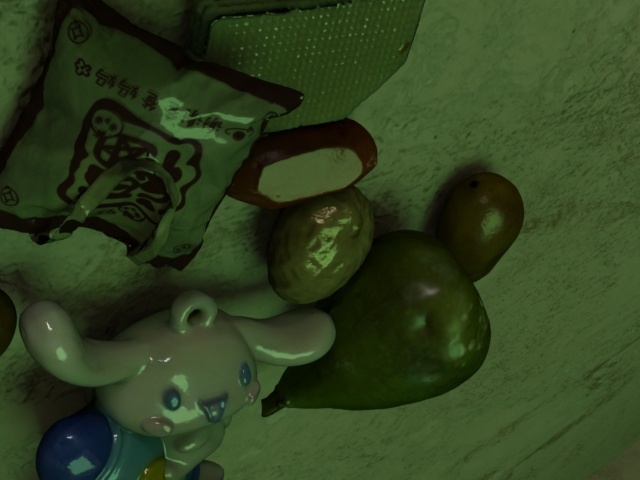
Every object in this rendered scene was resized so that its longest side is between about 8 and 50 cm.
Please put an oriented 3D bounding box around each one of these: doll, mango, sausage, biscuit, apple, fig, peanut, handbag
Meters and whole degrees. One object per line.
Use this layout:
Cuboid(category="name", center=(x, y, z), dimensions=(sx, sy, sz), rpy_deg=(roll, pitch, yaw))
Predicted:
Cuboid(category="doll", center=(-0.184, 0.218, 0.972), dimensions=(0.376, 0.187, 0.365), rpy_deg=(13, 113, -26))
Cuboid(category="mango", center=(0.225, -0.007, 1.237), dimensions=(0.136, 0.099, 0.227), rpy_deg=(-36, 155, -19))
Cuboid(category="sausage", center=(-0.023, -0.083, 0.918), dimensions=(0.179, 0.089, 0.089), rpy_deg=(-18, 140, -16))
Cuboid(category="biscuit", center=(-0.018, -0.180, 0.843), dimensions=(0.252, 0.052, 0.150), rpy_deg=(-16, 142, -30))
Cuboid(category="apple", center=(-0.328, 0.075, 0.794), dimensions=(0.089, 0.090, 0.074), rpy_deg=(89, 14, -48))
Cuboid(category="fig", center=(0.063, 0.106, 1.126), dimensions=(0.314, 0.233, 0.233), rpy_deg=(-7, 151, 19))
Cuboid(category="peanut", center=(0.000, 0.000, 1.005), dimensions=(0.140, 0.109, 0.159), rpy_deg=(-55, 170, -40))
Cuboid(category="handbag", center=(-0.159, -0.079, 0.741), dimensions=(0.213, 0.127, 0.235), rpy_deg=(19, 121, -25))

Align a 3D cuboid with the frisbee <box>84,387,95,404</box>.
Cuboid(category="frisbee", center=(-0.235, 0.171, 1.051), dimensions=(0.110, 0.014, 0.110), rpy_deg=(-26, 143, -22))
